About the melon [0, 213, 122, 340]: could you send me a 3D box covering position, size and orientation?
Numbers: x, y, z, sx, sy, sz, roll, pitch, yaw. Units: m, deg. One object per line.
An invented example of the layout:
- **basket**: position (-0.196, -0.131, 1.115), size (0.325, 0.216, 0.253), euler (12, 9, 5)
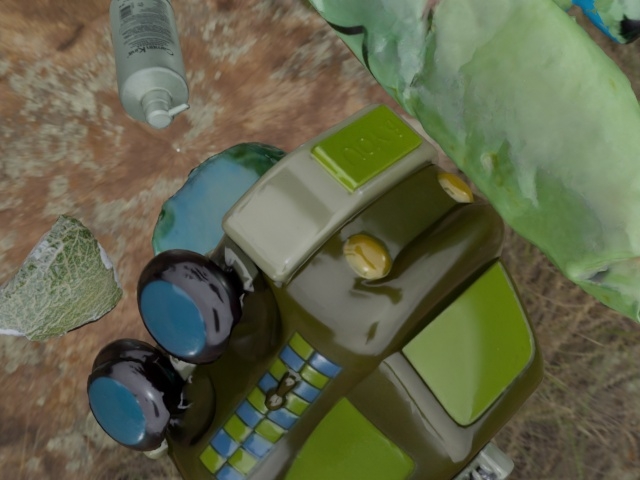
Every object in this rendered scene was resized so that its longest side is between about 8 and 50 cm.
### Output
- **melon**: position (-0.308, 0.031, 1.336), size (0.093, 0.202, 0.139), euler (29, 116, 28)

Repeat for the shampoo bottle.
- **shampoo bottle**: position (-0.213, -0.222, 1.466), size (0.085, 0.262, 0.085), euler (-7, 132, -8)

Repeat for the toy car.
- **toy car**: position (0.015, 0.071, 0.644), size (0.198, 0.204, 0.248), euler (45, 133, 9)

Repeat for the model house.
- **model house**: position (0.000, 0.000, 1.245), size (0.241, 0.261, 0.226), euler (-23, 82, -40)

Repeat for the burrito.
- **burrito**: position (0.055, -0.095, 0.420), size (0.104, 0.054, 0.288), euler (-43, 78, 23)
